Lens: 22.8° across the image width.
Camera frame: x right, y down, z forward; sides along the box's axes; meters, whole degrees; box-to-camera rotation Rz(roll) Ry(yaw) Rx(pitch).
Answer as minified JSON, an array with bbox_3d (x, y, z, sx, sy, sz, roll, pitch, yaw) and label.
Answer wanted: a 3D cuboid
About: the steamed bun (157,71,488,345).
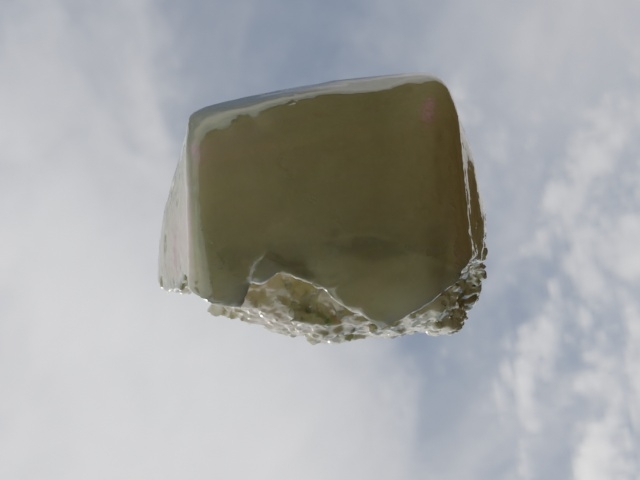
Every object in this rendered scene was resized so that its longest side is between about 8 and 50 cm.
[{"bbox_3d":[0.000,0.000,1.070,0.170,0.225,0.200,-103,7,-45],"label":"steamed bun"}]
